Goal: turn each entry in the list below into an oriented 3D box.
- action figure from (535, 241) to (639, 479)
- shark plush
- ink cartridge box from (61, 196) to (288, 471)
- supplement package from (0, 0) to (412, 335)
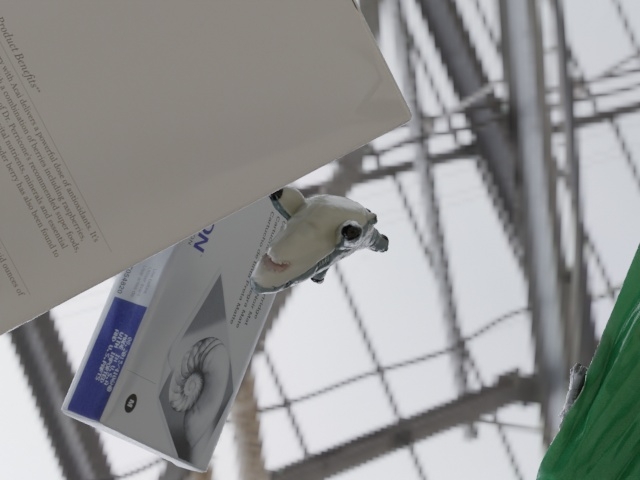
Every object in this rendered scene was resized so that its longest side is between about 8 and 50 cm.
[{"bbox_3d":[0.218,0.122,1.276,0.137,0.063,0.232,35,-98,-13],"label":"action figure"},{"bbox_3d":[0.000,0.000,1.241,0.067,0.073,0.161,-67,-12,13],"label":"shark plush"},{"bbox_3d":[-0.084,0.060,1.367,0.224,0.045,0.223,37,-108,-61],"label":"ink cartridge box"},{"bbox_3d":[-0.122,-0.084,1.103,0.293,0.175,0.177,-27,-83,-6],"label":"supplement package"}]
